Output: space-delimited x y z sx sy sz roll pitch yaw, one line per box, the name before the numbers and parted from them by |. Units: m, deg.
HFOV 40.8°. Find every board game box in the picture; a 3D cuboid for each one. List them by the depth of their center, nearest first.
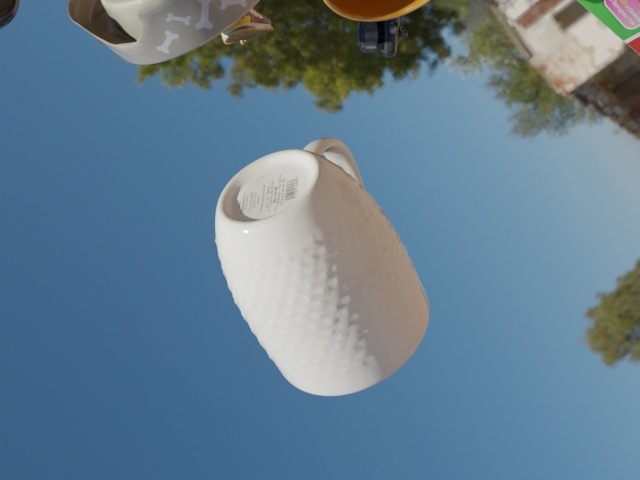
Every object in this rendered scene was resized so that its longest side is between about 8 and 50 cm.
board game box | 0.556 -0.396 1.469 0.317 0.064 0.242 33 -140 -18

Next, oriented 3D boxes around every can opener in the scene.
can opener | 0.106 -0.367 1.357 0.186 0.073 0.059 96 150 -52

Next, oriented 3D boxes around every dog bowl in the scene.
dog bowl | -0.203 -0.399 1.272 0.102 0.349 0.348 51 -161 -39

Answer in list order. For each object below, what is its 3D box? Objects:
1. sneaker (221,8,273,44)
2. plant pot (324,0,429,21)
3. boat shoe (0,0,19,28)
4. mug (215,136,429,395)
sneaker | -0.135 -0.386 1.472 0.083 0.070 0.185 65 -167 -7
plant pot | 0.070 -0.440 1.179 0.205 0.205 0.187 24 -139 -49
boat shoe | -0.632 -0.382 1.285 0.356 0.130 0.132 -1 -92 -27
mug | 0.000 0.000 1.363 0.328 0.276 0.374 60 -146 -37
